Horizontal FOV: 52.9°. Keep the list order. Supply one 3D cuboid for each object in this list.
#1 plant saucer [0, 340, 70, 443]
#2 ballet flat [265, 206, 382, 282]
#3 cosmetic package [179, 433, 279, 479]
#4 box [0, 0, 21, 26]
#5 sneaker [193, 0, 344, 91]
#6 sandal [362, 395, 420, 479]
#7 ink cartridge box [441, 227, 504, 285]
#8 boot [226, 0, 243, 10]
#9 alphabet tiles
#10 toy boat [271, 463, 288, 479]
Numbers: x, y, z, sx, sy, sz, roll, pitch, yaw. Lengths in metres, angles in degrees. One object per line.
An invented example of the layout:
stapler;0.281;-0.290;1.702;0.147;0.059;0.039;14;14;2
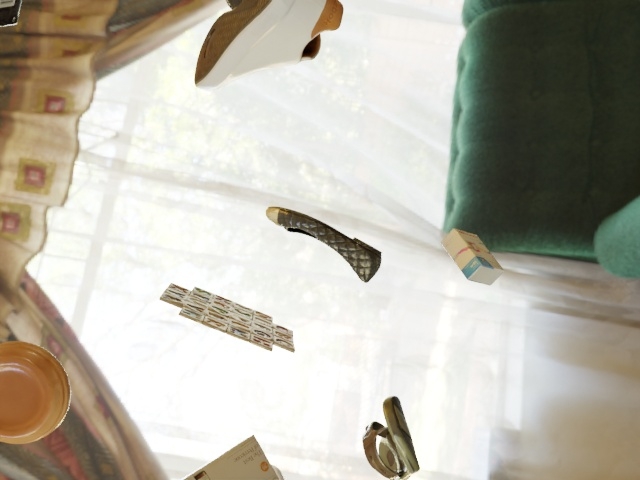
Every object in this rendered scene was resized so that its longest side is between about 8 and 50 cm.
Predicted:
plant saucer;-0.577;0.291;1.214;0.037;0.199;0.200;-86;5;-85
ballet flat;0.000;0.000;0.857;0.049;0.173;0.057;-64;-11;1
cosmetic package;-0.189;0.438;1.108;0.239;0.099;0.060;-23;-12;-45
box;-0.672;-0.527;1.260;0.156;0.158;0.093;-57;-3;33
sneaker;-0.077;-0.261;0.882;0.290;0.123;0.106;-12;65;55
sandal;0.120;0.382;1.167;0.303;0.086;0.120;88;169;-55
ink cartridge box;0.340;0.036;1.444;0.052;0.088;0.122;-54;44;25
boot;-0.157;-0.526;1.371;0.263;0.091;0.229;112;153;-60
alphabet tiles;-0.222;0.187;1.586;0.285;0.342;0.011;-118;51;-81
toy boat;-0.111;0.579;1.340;0.151;0.151;0.231;58;170;-13
